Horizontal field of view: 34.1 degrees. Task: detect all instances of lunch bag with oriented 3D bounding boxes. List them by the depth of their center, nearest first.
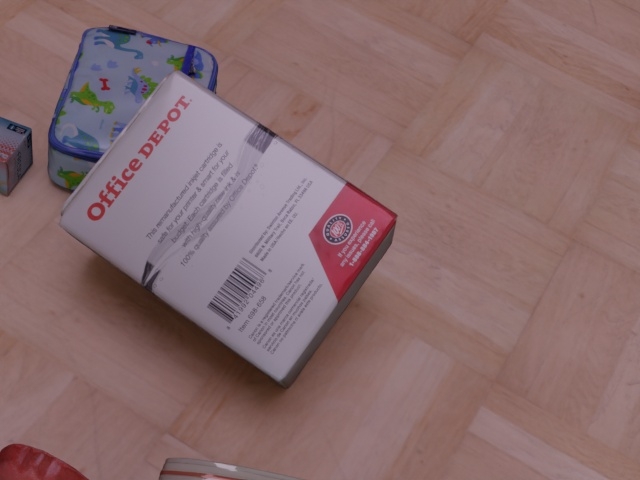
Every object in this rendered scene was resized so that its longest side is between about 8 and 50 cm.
[{"bbox_3d":[-0.211,-0.147,1.215,0.176,0.090,0.219,14,51,-5],"label":"lunch bag"}]

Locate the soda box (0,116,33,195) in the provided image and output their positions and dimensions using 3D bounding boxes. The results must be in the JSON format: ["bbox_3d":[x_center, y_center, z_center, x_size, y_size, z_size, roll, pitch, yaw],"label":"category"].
[{"bbox_3d":[-0.416,-0.118,1.160,0.183,0.058,0.063,21,50,4],"label":"soda box"}]

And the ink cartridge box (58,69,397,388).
[{"bbox_3d":[-0.090,-0.010,1.051,0.273,0.114,0.197,35,80,8],"label":"ink cartridge box"}]

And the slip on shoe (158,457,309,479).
[{"bbox_3d":[0.014,0.269,0.920,0.332,0.123,0.101,11,73,-4],"label":"slip on shoe"}]

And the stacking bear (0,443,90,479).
[{"bbox_3d":[-0.239,0.326,0.776,0.175,0.164,0.289,34,59,-15],"label":"stacking bear"}]
